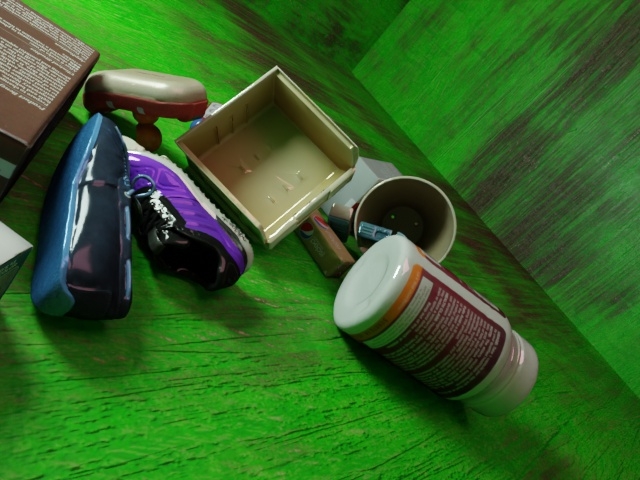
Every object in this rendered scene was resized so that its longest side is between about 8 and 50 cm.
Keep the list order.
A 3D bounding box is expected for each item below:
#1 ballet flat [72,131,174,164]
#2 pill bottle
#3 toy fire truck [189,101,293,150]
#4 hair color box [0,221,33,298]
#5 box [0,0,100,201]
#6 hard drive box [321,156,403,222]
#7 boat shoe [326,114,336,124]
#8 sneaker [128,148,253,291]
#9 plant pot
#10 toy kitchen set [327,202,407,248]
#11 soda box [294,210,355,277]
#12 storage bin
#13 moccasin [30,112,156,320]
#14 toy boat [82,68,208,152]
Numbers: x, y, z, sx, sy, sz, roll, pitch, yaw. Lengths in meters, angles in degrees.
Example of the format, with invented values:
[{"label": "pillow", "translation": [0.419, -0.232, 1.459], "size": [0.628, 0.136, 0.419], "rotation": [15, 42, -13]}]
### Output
[{"label": "ballet flat", "translation": [-0.315, -0.134, 0.908], "size": [0.222, 0.079, 0.076], "rotation": [26, 54, -33]}, {"label": "pill bottle", "translation": [0.240, 0.184, 1.067], "size": [0.392, 0.224, 0.224], "rotation": [36, 24, -15]}, {"label": "toy fire truck", "translation": [-0.180, -0.253, 1.269], "size": [0.254, 0.169, 0.302], "rotation": [14, 28, -6]}, {"label": "hair color box", "translation": [-0.475, -0.037, 0.465], "size": [0.347, 0.105, 0.174], "rotation": [39, 24, -8]}, {"label": "box", "translation": [-0.471, -0.218, 0.743], "size": [0.191, 0.143, 0.381], "rotation": [31, 24, -26]}, {"label": "hard drive box", "translation": [0.125, -0.138, 1.487], "size": [0.089, 0.181, 0.232], "rotation": [52, 26, 17]}, {"label": "boat shoe", "translation": [-0.056, -0.358, 1.676], "size": [0.303, 0.113, 0.103], "rotation": [3, 45, -41]}, {"label": "sneaker", "translation": [-0.240, -0.028, 0.822], "size": [0.293, 0.102, 0.146], "rotation": [40, 24, -6]}, {"label": "plant pot", "translation": [0.230, -0.039, 1.451], "size": [0.256, 0.256, 0.274], "rotation": [45, 6, 4]}, {"label": "toy kitchen set", "translation": [0.102, 0.033, 1.242], "size": [0.207, 0.122, 0.166], "rotation": [17, 67, 7]}, {"label": "soda box", "translation": [0.000, 0.000, 1.209], "size": [0.061, 0.058, 0.181], "rotation": [7, 41, -53]}, {"label": "storage bin", "translation": [-0.101, -0.162, 1.055], "size": [0.260, 0.262, 0.123], "rotation": [46, -17, 8]}, {"label": "moccasin", "translation": [-0.311, -0.031, 0.723], "size": [0.117, 0.138, 0.341], "rotation": [29, 41, -39]}, {"label": "toy boat", "translation": [-0.336, -0.242, 0.995], "size": [0.231, 0.151, 0.151], "rotation": [13, 22, 10]}]
